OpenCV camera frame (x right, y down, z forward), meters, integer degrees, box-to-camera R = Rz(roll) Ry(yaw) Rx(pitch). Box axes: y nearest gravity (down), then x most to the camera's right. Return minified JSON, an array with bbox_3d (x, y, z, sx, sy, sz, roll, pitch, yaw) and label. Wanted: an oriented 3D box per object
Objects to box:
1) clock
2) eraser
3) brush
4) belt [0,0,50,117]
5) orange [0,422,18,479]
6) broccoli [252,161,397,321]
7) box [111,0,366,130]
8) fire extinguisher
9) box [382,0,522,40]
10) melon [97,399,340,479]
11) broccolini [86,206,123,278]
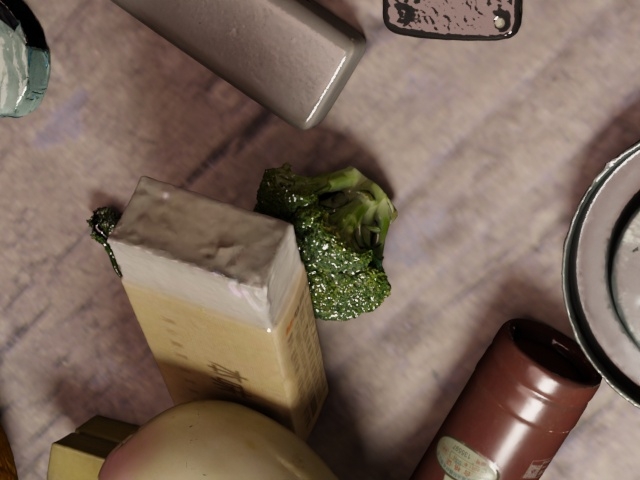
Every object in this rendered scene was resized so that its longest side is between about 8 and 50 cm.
[{"bbox_3d":[0.345,0.027,1.131,0.281,0.055,0.280,5,106,19],"label":"clock"},{"bbox_3d":[-0.079,0.075,1.177,0.144,0.078,0.343,18,154,15],"label":"eraser"},{"bbox_3d":[-0.147,0.237,1.351,0.233,0.103,0.047,12,104,16],"label":"brush"},{"bbox_3d":[-0.323,-0.186,1.324,0.105,0.058,0.140,-21,92,18],"label":"belt"},{"bbox_3d":[-0.470,0.249,1.366,0.322,0.322,0.357,-13,90,23],"label":"orange"},{"bbox_3d":[0.000,0.000,1.215,0.162,0.146,0.138,41,76,-7],"label":"broccoli"},{"bbox_3d":[-0.081,-0.206,1.228,0.244,0.055,0.103,35,113,8],"label":"box"},{"bbox_3d":[0.129,0.242,1.226,0.102,0.138,0.344,26,112,-5],"label":"fire extinguisher"},{"bbox_3d":[0.114,-0.235,1.161,0.126,0.027,0.125,6,107,20],"label":"box"},{"bbox_3d":[-0.061,0.287,1.180,0.223,0.223,0.317,-41,88,25],"label":"melon"},{"bbox_3d":[-0.177,0.066,1.354,0.042,0.044,0.218,-21,102,9],"label":"broccolini"}]
